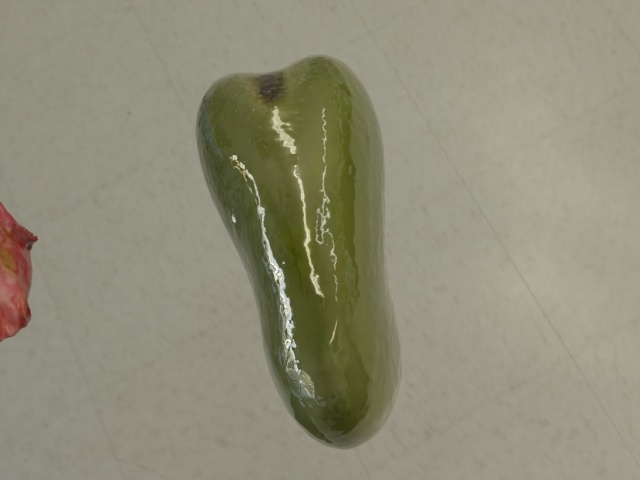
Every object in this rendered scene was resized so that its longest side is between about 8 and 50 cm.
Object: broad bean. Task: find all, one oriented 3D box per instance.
[{"bbox_3d":[0.000,0.000,0.874,0.121,0.189,0.263,-18,74,1],"label":"broad bean"}]

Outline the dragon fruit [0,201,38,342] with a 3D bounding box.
[{"bbox_3d":[-0.238,-0.024,0.688,0.161,0.126,0.274,-22,41,-26],"label":"dragon fruit"}]
